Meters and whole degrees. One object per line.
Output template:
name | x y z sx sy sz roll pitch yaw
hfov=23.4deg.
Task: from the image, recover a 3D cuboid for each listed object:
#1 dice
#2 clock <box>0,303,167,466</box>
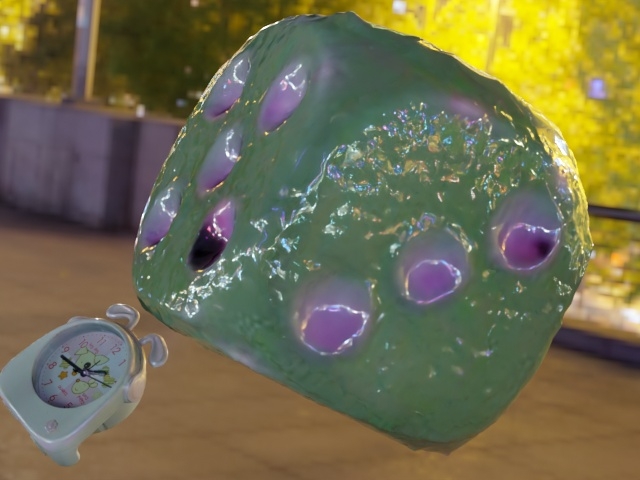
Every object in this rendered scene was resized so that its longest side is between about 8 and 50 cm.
dice | 0.037 -0.009 1.452 0.322 0.330 0.318 30 -5 -26
clock | -0.274 0.162 1.826 0.151 0.191 0.062 42 -16 38
